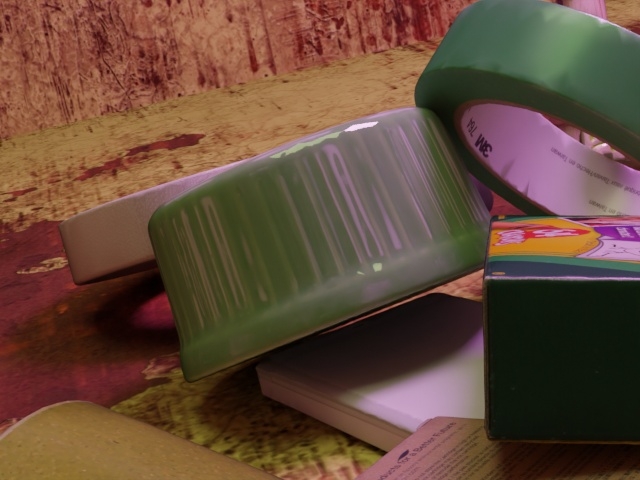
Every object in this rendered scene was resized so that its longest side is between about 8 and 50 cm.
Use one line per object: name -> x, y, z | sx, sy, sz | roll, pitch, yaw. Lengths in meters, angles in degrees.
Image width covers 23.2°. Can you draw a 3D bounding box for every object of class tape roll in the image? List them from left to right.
tape roll -> -0.084, -0.035, 1.671 | 0.392, 0.072, 0.392 | -15, -2, 0
tape roll -> 0.235, -0.080, 1.329 | 0.321, 0.321, 0.077 | 12, 66, 56

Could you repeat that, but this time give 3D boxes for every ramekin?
ramekin -> 0.000, 0.000, 1.344 | 0.303, 0.148, 0.303 | -21, -4, -1

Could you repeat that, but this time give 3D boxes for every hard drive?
hard drive -> 0.108, 0.110, 1.255 | 0.203, 0.040, 0.307 | -20, 16, -27

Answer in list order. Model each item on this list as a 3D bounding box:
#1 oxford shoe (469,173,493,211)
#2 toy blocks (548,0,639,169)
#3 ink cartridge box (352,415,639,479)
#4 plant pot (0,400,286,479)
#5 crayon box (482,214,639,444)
oxford shoe -> 0.085, 0.000, 1.657 | 0.212, 0.076, 0.076 | -21, -12, -24
toy blocks -> 0.372, -0.205, 1.525 | 0.289, 0.260, 0.309 | -3, -15, 2
ink cartridge box -> 0.094, 0.188, 0.890 | 0.193, 0.088, 0.235 | -1, 18, 37
plant pot -> 0.011, 0.225, 0.571 | 0.294, 0.274, 0.275 | 11, 22, 17
crayon box -> 0.268, 0.045, 1.034 | 0.313, 0.106, 0.363 | -1, 7, 7
